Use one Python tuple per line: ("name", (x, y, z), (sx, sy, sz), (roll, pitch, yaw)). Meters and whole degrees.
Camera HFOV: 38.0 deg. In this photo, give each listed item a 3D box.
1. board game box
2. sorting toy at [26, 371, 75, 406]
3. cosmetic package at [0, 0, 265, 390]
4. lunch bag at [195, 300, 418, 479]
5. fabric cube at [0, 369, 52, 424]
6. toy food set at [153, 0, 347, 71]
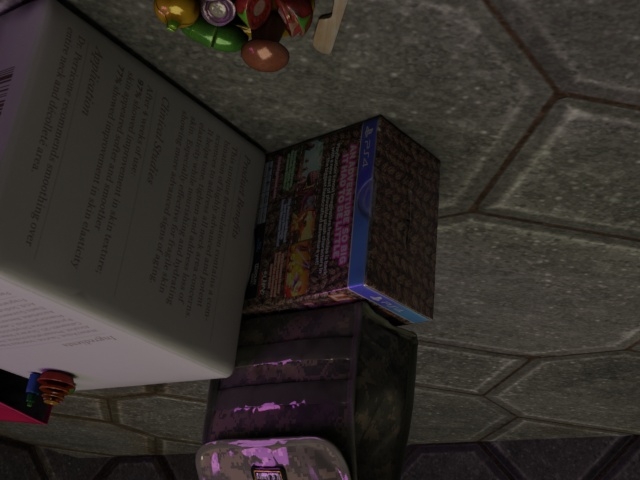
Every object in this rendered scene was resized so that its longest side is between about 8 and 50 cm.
("board game box", (0.000, 0.000, 1.253), (0.291, 0.232, 0.141), (-14, 150, 39))
("sorting toy", (-0.358, 0.202, 1.228), (0.061, 0.042, 0.102), (12, 157, -11))
("cosmetic package", (-0.326, -0.024, 1.165), (0.327, 0.329, 0.393), (-11, 150, 34))
("lunch bag", (-0.021, 0.242, 1.163), (0.235, 0.287, 0.169), (-10, 152, 34))
("fabric cube", (-0.691, 0.211, 1.875), (0.258, 0.259, 0.254), (2, 156, 16))
("toy food set", (-0.078, -0.228, 0.963), (0.217, 0.071, 0.128), (13, 155, -14))
